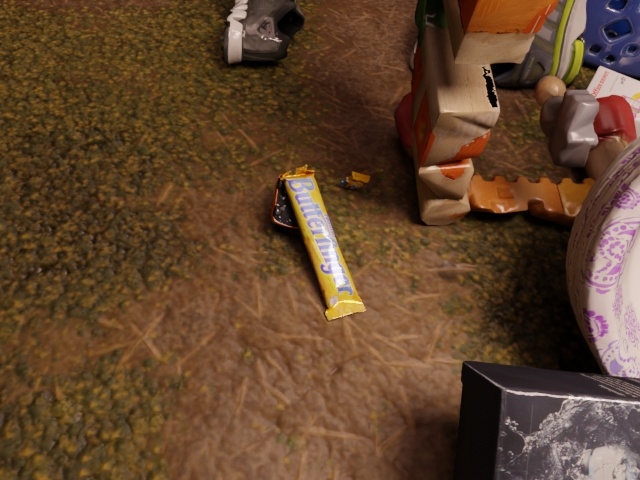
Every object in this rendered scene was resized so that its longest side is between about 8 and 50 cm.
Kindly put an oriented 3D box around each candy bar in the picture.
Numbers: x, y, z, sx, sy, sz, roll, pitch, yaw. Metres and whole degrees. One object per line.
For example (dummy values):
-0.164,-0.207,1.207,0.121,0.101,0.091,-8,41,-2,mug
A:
0.000,0.000,0.549,0.040,0.018,0.161,-16,79,-17,candy bar

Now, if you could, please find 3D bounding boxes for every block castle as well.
0.245,-0.205,0.492,0.303,0.453,0.212,1,60,-4,block castle

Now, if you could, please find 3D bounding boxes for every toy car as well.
-0.002,-0.040,0.599,0.122,0.040,0.060,-5,76,-26,toy car

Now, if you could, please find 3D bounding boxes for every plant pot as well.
0.414,-0.404,0.798,0.212,0.236,0.235,7,52,8,plant pot

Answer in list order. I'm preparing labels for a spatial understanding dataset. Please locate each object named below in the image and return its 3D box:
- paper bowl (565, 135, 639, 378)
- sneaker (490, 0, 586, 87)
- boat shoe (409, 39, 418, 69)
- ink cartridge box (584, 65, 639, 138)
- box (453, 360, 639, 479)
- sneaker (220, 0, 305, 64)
0.356,0.024,0.451,0.284,0.284,0.148,18,18,7,paper bowl
0.263,-0.318,0.683,0.121,0.299,0.111,-13,38,5,sneaker
0.209,-0.339,0.811,0.095,0.084,0.258,20,54,9,boat shoe
0.404,-0.169,0.724,0.122,0.052,0.088,28,55,16,ink cartridge box
0.177,0.174,0.373,0.158,0.093,0.155,6,88,-1,box
-0.074,-0.333,0.785,0.106,0.078,0.234,7,56,-5,sneaker
